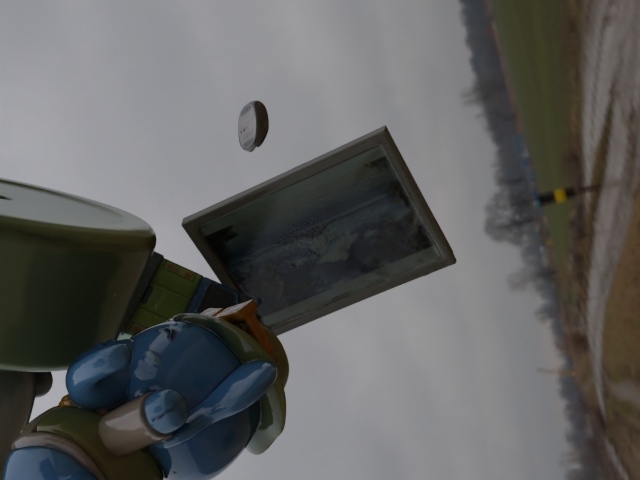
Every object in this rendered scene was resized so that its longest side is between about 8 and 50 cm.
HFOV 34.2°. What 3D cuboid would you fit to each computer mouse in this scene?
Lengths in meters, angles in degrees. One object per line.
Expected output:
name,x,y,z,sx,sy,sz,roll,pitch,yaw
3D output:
computer mouse,-0.116,-0.203,1.857,0.039,0.066,0.096,10,-115,-36

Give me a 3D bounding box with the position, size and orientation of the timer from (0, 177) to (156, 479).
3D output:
timer,-0.325,0.107,0.943,0.291,0.291,0.315,-14,-61,-78

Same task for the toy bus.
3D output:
toy bus,-0.213,0.181,1.366,0.152,0.190,0.312,-70,6,-46

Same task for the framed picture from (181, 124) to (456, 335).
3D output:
framed picture,0.000,0.000,1.438,0.232,0.315,0.024,58,-164,-27

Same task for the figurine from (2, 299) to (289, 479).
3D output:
figurine,-0.131,0.145,0.824,0.154,0.180,0.262,41,-138,11
